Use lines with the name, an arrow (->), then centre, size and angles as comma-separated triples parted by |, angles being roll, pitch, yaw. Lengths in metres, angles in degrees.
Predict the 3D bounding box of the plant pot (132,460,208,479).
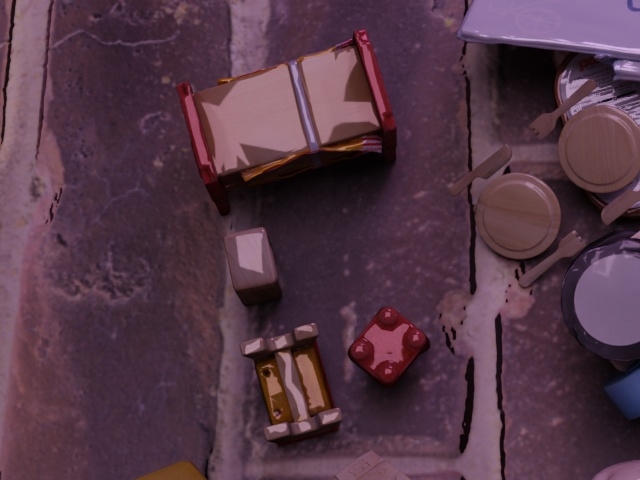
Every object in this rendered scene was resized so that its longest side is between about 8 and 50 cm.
plant pot -> -0.141, 0.326, 1.470 | 0.212, 0.212, 0.187 | -22, 51, -3

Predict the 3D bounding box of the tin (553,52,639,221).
tin -> 0.300, -0.113, 1.674 | 0.106, 0.040, 0.189 | -16, 81, 4

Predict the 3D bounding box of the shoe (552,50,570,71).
shoe -> 0.345, -0.175, 1.715 | 0.219, 0.058, 0.076 | 15, 67, 14

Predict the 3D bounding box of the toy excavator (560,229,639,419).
toy excavator -> 0.493, 0.091, 1.483 | 0.433, 0.222, 0.445 | -38, 86, 10

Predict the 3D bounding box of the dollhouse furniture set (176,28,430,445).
dollhouse furniture set -> 0.000, 0.000, 1.652 | 0.201, 0.152, 0.374 | -15, 81, 0

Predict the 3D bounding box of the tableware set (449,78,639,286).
tableware set -> 0.240, -0.058, 1.645 | 0.194, 0.039, 0.128 | -39, 83, 22

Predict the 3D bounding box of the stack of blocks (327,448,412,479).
stack of blocks -> 0.095, 0.299, 1.396 | 0.087, 0.297, 0.171 | -35, 105, -9

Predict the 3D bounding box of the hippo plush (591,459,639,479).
hippo plush -> 0.281, 0.332, 1.318 | 0.234, 0.294, 0.236 | 18, 51, 15

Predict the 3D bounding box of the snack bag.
snack bag -> 0.327, -0.264, 1.711 | 0.343, 0.037, 0.323 | 8, 42, 13
